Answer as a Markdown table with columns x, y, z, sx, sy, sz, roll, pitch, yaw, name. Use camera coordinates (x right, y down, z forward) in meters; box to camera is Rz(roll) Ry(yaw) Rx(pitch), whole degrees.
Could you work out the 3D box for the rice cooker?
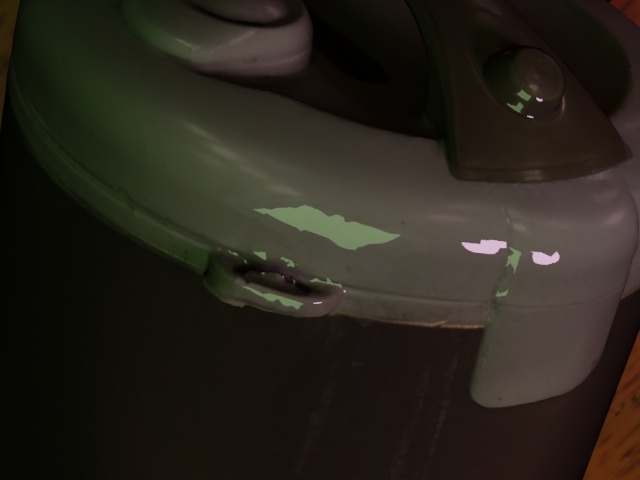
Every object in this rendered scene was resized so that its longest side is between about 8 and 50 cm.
| x | y | z | sx | sy | sz | roll | pitch | yaw | name |
| --- | --- | --- | --- | --- | --- | --- | --- | --- | --- |
| 0.000 | 0.000 | 0.862 | 0.335 | 0.335 | 0.325 | 14 | 121 | 2 | rice cooker |
